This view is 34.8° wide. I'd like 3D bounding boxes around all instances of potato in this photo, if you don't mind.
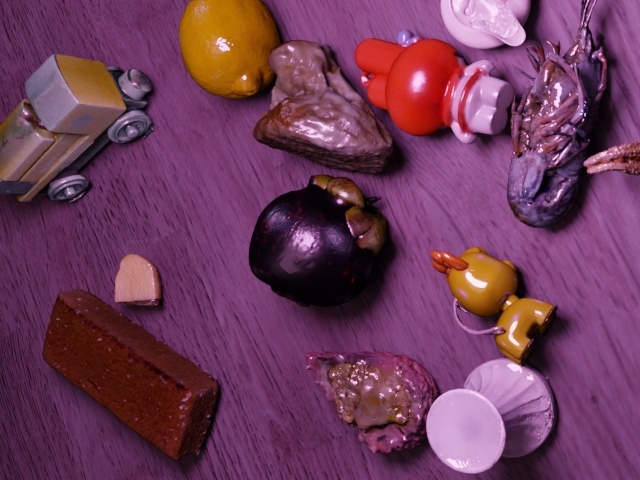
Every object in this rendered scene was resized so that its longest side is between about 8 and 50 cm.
[{"bbox_3d":[-0.354,0.078,2.038,0.096,0.066,0.103,4,90,17],"label":"potato"}]

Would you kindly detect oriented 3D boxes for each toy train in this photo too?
[{"bbox_3d":[-0.515,-0.211,2.009,0.397,0.253,0.160,-37,73,27],"label":"toy train"}]

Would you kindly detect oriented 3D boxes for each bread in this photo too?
[{"bbox_3d":[-0.386,0.260,2.042,0.417,0.113,0.165,30,107,28],"label":"bread"}]

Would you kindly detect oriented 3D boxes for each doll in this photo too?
[{"bbox_3d":[0.171,-0.249,1.652,0.290,0.130,0.161,23,110,35],"label":"doll"},{"bbox_3d":[0.264,0.089,1.623,0.221,0.143,0.135,37,83,19],"label":"doll"}]

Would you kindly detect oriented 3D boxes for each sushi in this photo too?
[{"bbox_3d":[0.097,0.248,1.746,0.161,0.107,0.241,-45,70,22],"label":"sushi"}]

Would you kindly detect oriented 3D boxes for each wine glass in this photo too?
[{"bbox_3d":[0.260,0.276,1.592,0.165,0.196,0.164,3,96,34],"label":"wine glass"}]

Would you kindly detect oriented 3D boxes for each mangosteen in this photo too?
[{"bbox_3d":[0.000,0.000,1.734,0.243,0.243,0.242,2,94,32],"label":"mangosteen"}]

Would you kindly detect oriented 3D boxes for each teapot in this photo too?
[{"bbox_3d":[0.254,-0.381,1.610,0.226,0.092,0.145,45,112,21],"label":"teapot"}]

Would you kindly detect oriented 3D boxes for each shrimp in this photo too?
[{"bbox_3d":[0.358,-0.193,1.514,0.137,0.172,0.372,-2,107,-10],"label":"shrimp"}]

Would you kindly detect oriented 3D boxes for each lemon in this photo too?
[{"bbox_3d":[-0.164,-0.359,1.822,0.184,0.184,0.248,-29,67,30],"label":"lemon"}]

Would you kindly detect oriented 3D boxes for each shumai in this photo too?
[{"bbox_3d":[0.018,-0.232,1.712,0.272,0.222,0.203,19,88,26],"label":"shumai"}]

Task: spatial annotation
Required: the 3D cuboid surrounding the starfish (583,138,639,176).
[{"bbox_3d":[0.536,-0.132,1.447,0.312,0.113,0.303,-15,88,23],"label":"starfish"}]
